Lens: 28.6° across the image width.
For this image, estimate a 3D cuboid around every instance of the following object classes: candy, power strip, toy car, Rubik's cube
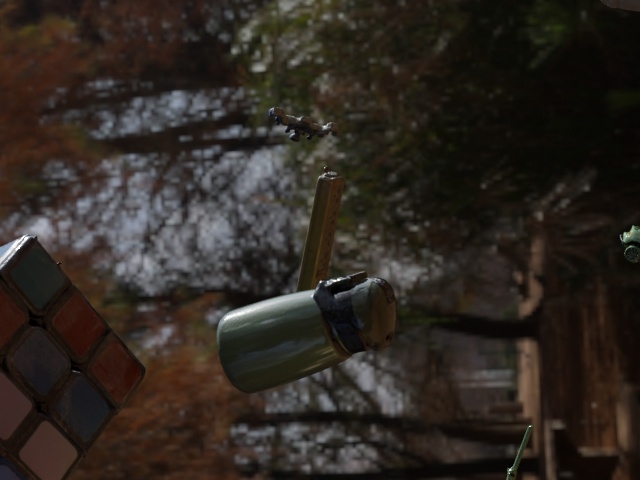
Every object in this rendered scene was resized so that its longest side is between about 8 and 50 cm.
[{"bbox_3d":[0.368,0.443,2.384,0.058,0.062,0.194,21,-92,-58],"label":"candy"},{"bbox_3d":[0.000,0.000,2.565,0.064,0.044,0.305,-15,-60,-61],"label":"power strip"},{"bbox_3d":[0.481,0.047,1.674,0.186,0.058,0.093,49,-158,27],"label":"toy car"},{"bbox_3d":[-0.583,0.256,2.186,0.362,0.363,0.359,55,-137,-19],"label":"Rubik's cube"}]

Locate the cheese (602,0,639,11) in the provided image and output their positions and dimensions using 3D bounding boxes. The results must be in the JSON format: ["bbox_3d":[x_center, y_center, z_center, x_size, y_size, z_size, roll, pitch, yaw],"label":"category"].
[{"bbox_3d":[0.592,-0.483,2.164,0.154,0.189,0.198,39,-108,-37],"label":"cheese"}]

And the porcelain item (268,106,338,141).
[{"bbox_3d":[-0.039,-0.208,2.349,0.075,0.136,0.021,126,154,-55],"label":"porcelain item"}]

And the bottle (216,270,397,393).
[{"bbox_3d":[-0.016,0.168,2.365,0.168,0.347,0.168,52,-152,-41],"label":"bottle"}]
